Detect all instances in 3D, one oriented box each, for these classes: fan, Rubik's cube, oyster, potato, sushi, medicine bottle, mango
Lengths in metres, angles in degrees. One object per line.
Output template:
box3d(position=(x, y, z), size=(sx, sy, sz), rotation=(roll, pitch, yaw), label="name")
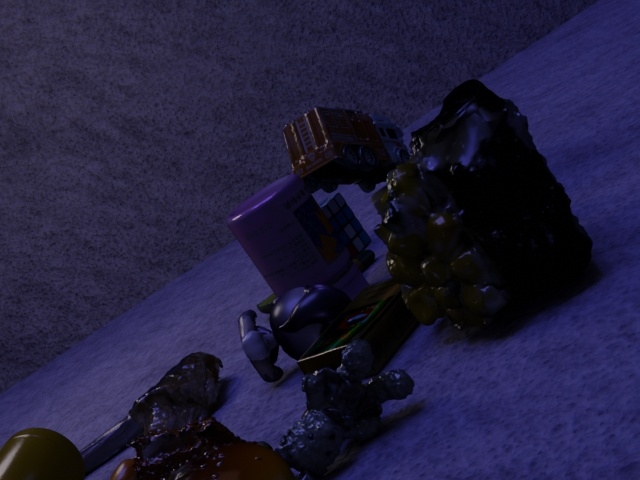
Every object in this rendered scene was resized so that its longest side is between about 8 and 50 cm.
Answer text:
box3d(position=(0.065, 0.067, 2.275), size=(0.155, 0.039, 0.082), rotation=(-41, 12, -37), label="fan")
box3d(position=(0.000, 0.000, 2.483), size=(0.155, 0.151, 0.154), rotation=(-27, 11, 38), label="Rubik's cube")
box3d(position=(-0.284, 0.312, 2.030), size=(0.166, 0.110, 0.341), rotation=(-28, 12, 37), label="oyster")
box3d(position=(-0.065, 0.123, 2.390), size=(0.198, 0.054, 0.119), rotation=(-36, 10, 18), label="potato")
box3d(position=(0.213, -0.043, 1.550), size=(0.285, 0.328, 0.328), rotation=(-28, 15, 5), label="sushi")
box3d(position=(-0.042, 0.027, 2.077), size=(0.178, 0.290, 0.178), rotation=(-33, 10, 7), label="medicine bottle")
box3d(position=(-0.362, 0.440, 1.876), size=(0.060, 0.046, 0.089), rotation=(-26, 26, 48), label="mango")

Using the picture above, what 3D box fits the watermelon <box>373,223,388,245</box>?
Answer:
box3d(position=(0.242, -0.032, 1.866), size=(0.301, 0.129, 0.123), rotation=(-24, 44, 44), label="watermelon")

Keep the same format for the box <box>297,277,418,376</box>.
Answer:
box3d(position=(0.086, 0.148, 1.745), size=(0.159, 0.071, 0.240), rotation=(-21, 17, 43), label="box")

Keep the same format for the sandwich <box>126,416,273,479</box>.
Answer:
box3d(position=(-0.180, 0.344, 1.472), size=(0.235, 0.159, 0.079), rotation=(-14, 6, 0), label="sandwich")

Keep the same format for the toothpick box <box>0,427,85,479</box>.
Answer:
box3d(position=(-0.569, 0.491, 1.929), size=(0.175, 0.175, 0.271), rotation=(-31, 14, 19), label="toothpick box")

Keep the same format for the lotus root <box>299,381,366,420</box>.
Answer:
box3d(position=(0.018, 0.250, 1.500), size=(0.150, 0.062, 0.073), rotation=(-42, 9, -29), label="lotus root")

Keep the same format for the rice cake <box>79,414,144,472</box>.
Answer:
box3d(position=(-0.473, 0.446, 2.162), size=(0.270, 0.055, 0.049), rotation=(-37, 6, -3), label="rice cake")

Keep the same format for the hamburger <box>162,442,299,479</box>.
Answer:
box3d(position=(-0.124, 0.344, 1.212), size=(0.246, 0.170, 0.246), rotation=(-31, 9, 5), label="hamburger")

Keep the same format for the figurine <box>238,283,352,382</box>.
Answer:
box3d(position=(-0.046, 0.152, 1.881), size=(0.222, 0.145, 0.145), rotation=(-30, 11, 10), label="figurine")

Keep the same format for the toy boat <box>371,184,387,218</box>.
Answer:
box3d(position=(0.252, -0.111, 2.281), size=(0.269, 0.140, 0.141), rotation=(-32, 10, 1), label="toy boat")

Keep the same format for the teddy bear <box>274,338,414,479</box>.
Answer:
box3d(position=(0.016, 0.235, 1.408), size=(0.213, 0.133, 0.111), rotation=(-49, 11, -9), label="teddy bear")

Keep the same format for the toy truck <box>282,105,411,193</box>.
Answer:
box3d(position=(0.061, -0.200, 2.208), size=(0.136, 0.162, 0.305), rotation=(-28, -15, 35), label="toy truck")
